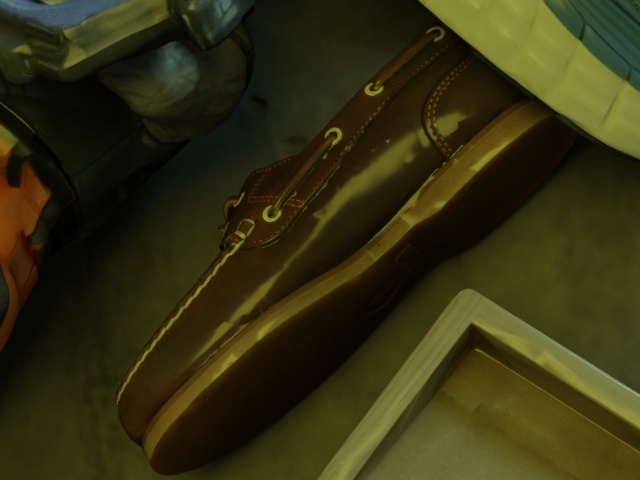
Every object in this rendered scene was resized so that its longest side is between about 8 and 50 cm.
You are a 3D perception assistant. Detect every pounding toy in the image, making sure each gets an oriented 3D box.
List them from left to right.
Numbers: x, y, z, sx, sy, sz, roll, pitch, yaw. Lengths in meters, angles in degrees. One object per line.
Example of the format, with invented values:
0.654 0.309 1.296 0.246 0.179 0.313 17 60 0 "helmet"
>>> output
0.050 0.111 0.703 0.130 0.100 0.141 33 75 20 "pounding toy"

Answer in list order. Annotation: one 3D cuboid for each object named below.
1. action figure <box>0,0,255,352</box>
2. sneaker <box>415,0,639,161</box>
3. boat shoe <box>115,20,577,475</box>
-0.158 -0.048 0.779 0.330 0.178 0.341 -49 46 -9 "action figure"
0.040 -0.173 0.701 0.330 0.130 0.147 33 109 -7 "sneaker"
0.000 0.000 0.753 0.207 0.073 0.073 -41 67 -6 "boat shoe"
